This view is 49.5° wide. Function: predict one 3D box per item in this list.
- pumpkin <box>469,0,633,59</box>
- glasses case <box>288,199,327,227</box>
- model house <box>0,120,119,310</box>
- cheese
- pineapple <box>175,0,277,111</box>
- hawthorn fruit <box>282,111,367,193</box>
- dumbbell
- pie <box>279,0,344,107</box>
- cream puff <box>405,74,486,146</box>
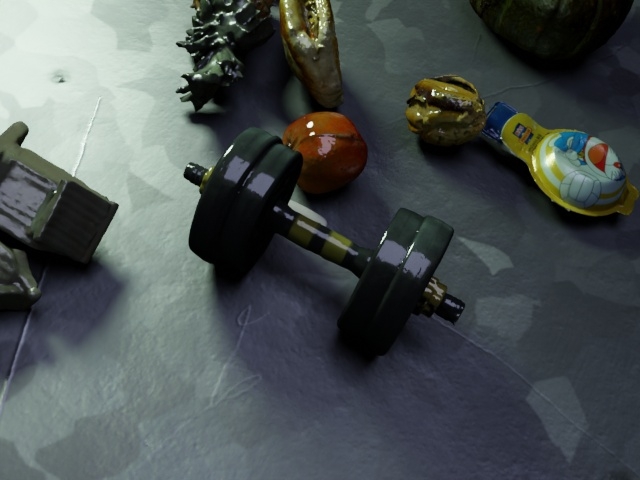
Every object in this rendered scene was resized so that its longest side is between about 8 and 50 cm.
[{"bbox_3d":[0.416,-0.473,1.260,0.320,0.192,0.321,5,59,-9],"label":"pumpkin"},{"bbox_3d":[-0.030,-0.033,0.976,0.083,0.021,0.032,27,54,5],"label":"glasses case"},{"bbox_3d":[-0.365,-0.022,0.841,0.188,0.122,0.229,32,70,-6],"label":"model house"},{"bbox_3d":[0.377,-0.128,1.100,0.270,0.069,0.177,33,57,10],"label":"cheese"},{"bbox_3d":[-0.144,-0.340,1.076,0.170,0.141,0.310,-8,55,27],"label":"pineapple"},{"bbox_3d":[0.005,-0.128,0.994,0.127,0.128,0.128,6,56,-9],"label":"hawthorn fruit"},{"bbox_3d":[0.000,0.000,0.866,0.388,0.185,0.185,28,56,6],"label":"dumbbell"},{"bbox_3d":[-0.016,-0.308,1.075,0.084,0.179,0.205,-13,59,0],"label":"pie"},{"bbox_3d":[0.197,-0.198,1.084,0.133,0.104,0.119,32,33,27],"label":"cream puff"}]
